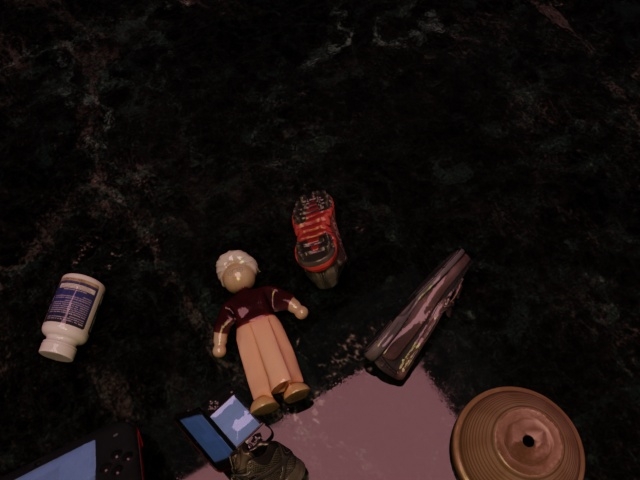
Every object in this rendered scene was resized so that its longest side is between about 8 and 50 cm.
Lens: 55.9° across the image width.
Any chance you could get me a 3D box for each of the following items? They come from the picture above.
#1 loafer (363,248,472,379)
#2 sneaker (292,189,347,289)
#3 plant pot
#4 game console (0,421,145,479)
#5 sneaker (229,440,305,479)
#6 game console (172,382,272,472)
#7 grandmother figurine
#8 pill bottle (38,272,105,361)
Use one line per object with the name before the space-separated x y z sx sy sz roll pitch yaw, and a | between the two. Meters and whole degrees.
loafer | 0.216 0.150 1.227 0.095 0.109 0.302 43 77 3
sneaker | 0.000 0.000 1.318 0.097 0.135 0.276 -16 37 9
plant pot | 0.358 0.369 1.077 0.237 0.110 0.238 -2 61 4
game console | -0.471 0.482 0.995 0.386 0.060 0.342 -26 23 -9
sneaker | -0.137 0.444 1.049 0.130 0.087 0.227 50 64 -19
game console | -0.182 0.348 1.139 0.124 0.085 0.144 -41 66 -17
grandmother figurine | -0.127 0.167 1.232 0.207 0.104 0.343 -17 63 -17
pill bottle | -0.522 0.162 1.261 0.094 0.094 0.170 7 61 8
